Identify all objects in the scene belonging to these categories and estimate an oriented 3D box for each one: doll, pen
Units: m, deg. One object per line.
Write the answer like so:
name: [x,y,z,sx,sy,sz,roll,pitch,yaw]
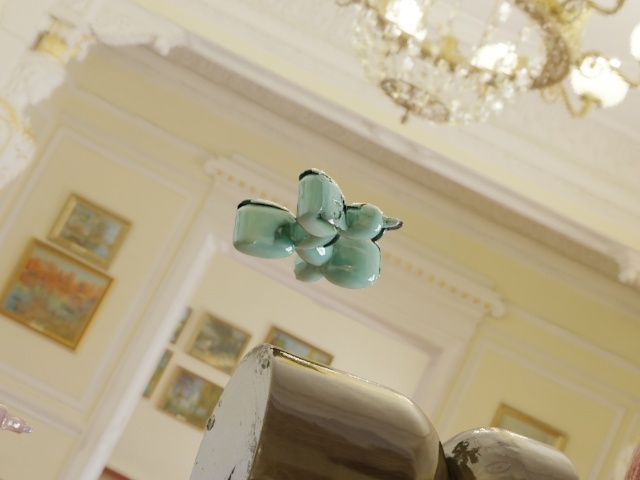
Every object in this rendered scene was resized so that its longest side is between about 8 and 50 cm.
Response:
doll: [0.000,0.000,0.943,0.158,0.059,0.159,21,-32,-31]
pen: [-0.373,0.164,1.020,0.053,0.032,0.197,14,-17,45]

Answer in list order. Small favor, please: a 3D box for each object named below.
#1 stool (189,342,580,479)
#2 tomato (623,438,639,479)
stool: [0.043,0.204,0.770,0.264,0.179,0.179,21,-9,-15]
tomato: [0.559,0.375,1.412,0.270,0.270,0.227,25,-25,8]
